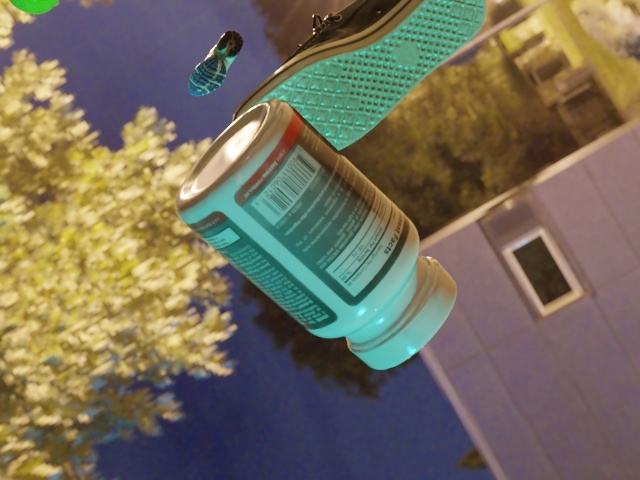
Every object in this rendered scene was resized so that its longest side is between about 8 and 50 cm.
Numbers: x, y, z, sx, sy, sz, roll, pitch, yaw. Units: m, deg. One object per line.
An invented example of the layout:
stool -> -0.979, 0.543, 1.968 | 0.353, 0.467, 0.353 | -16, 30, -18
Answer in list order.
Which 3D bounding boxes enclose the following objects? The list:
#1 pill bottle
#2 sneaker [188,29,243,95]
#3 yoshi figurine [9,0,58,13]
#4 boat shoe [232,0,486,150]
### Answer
pill bottle -> 0.000, 0.000, 1.648 | 0.363, 0.210, 0.210 | 43, -162, -19
sneaker -> -0.183, -0.300, 2.120 | 0.052, 0.135, 0.058 | 40, 165, -10
yoshi figurine -> -0.481, -0.533, 2.389 | 0.362, 0.203, 0.203 | -14, -118, -35
boat shoe -> 0.054, -0.301, 2.076 | 0.156, 0.500, 0.186 | 36, 159, 53
